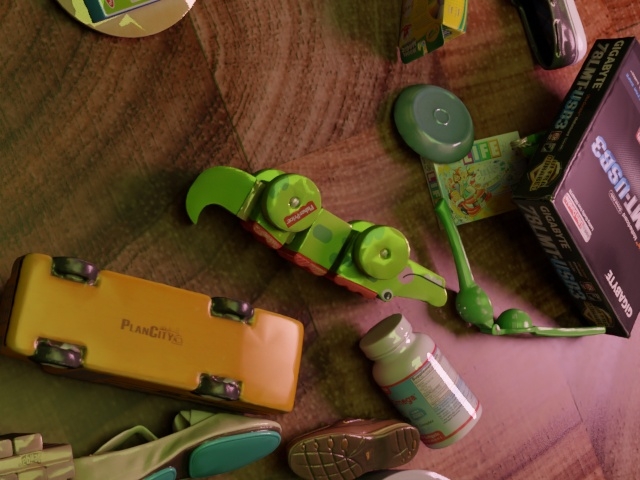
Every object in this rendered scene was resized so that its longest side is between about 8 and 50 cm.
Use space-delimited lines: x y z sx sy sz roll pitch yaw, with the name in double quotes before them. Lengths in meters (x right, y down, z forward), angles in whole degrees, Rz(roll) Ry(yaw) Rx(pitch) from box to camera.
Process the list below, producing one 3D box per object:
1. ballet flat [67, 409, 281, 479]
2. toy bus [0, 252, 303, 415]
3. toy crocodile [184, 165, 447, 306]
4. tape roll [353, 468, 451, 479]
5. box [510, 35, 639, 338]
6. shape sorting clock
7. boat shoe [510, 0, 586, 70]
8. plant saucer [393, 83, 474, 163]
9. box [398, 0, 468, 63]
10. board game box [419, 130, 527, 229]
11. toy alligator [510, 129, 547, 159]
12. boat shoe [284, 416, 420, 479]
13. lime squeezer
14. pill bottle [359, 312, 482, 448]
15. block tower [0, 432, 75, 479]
"ballet flat" -0.162 0.227 1.331 0.248 0.086 0.086 -17 90 -30
"toy bus" -0.180 0.105 1.307 0.333 0.130 0.108 16 75 -27
"toy crocodile" 0.000 0.000 1.443 0.341 0.115 0.105 29 87 -21
"tape roll" 0.097 0.383 1.454 0.219 0.072 0.219 6 77 -29
"box" 0.398 -0.070 1.658 0.295 0.073 0.293 53 56 -35
"shape sorting clock" -0.230 -0.335 1.407 0.206 0.040 0.206 4 83 -31
"boat shoe" 0.296 -0.343 1.700 0.076 0.080 0.228 -28 103 -32
"plant saucer" 0.153 -0.157 1.592 0.119 0.021 0.119 12 60 -21
"box" 0.150 -0.321 1.589 0.043 0.105 0.179 15 75 -26
"board game box" 0.212 -0.081 1.628 0.154 0.026 0.103 -15 89 -31
"toy alligator" 0.298 -0.119 1.635 0.190 0.056 0.051 -20 93 -59
"boat shoe" 0.031 0.244 1.449 0.178 0.060 0.064 -3 107 -32
"lime squeezer" 0.240 0.079 1.601 0.310 0.059 0.110 36 59 -20
"pill bottle" 0.120 0.170 1.496 0.087 0.087 0.160 -44 103 -28
"block tower" -0.281 0.361 1.225 0.091 0.097 0.335 -8 87 -30
